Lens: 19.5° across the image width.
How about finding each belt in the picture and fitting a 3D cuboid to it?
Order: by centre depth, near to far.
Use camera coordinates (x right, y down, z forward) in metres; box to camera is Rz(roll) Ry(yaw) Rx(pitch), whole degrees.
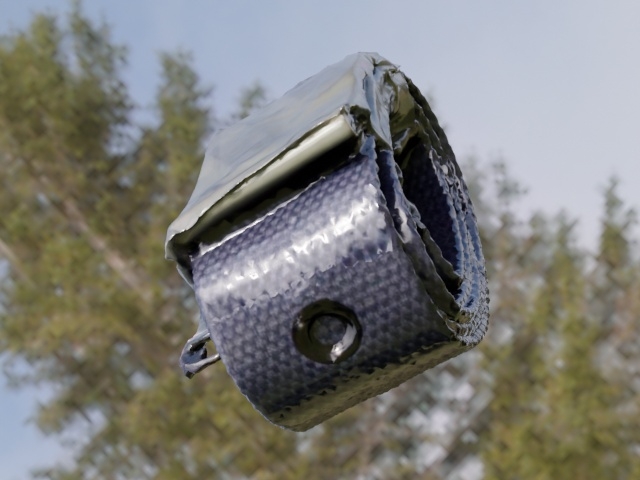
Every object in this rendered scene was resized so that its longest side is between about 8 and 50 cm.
[{"bbox_3d":[0.000,0.000,0.875,0.126,0.139,0.230,-26,17,14],"label":"belt"}]
